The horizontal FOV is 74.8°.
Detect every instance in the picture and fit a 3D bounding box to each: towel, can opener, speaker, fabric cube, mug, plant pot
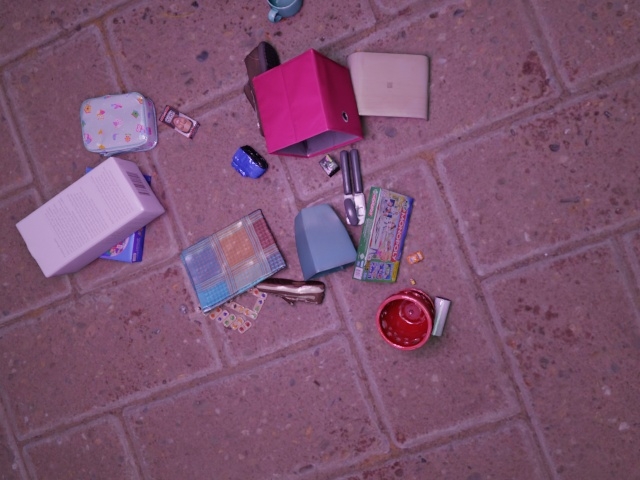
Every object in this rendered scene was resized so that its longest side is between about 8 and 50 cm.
[{"bbox_3d":[-0.338,0.074,1.587,0.370,0.040,0.271,-29,72,7],"label":"towel"},{"bbox_3d":[0.118,-0.193,1.525,0.076,0.095,0.284,-7,91,7],"label":"can opener"},{"bbox_3d":[0.428,0.276,1.519,0.055,0.055,0.136,14,93,7],"label":"speaker"},{"bbox_3d":[-0.036,-0.445,1.423,0.259,0.254,0.258,-12,89,33],"label":"fabric cube"},{"bbox_3d":[-0.141,-0.886,1.537,0.157,0.097,0.129,-29,88,8],"label":"mug"},{"bbox_3d":[0.309,0.265,1.459,0.191,0.174,0.191,3,98,26],"label":"plant pot"},{"bbox_3d":[0.000,0.000,1.494,0.165,0.165,0.234,-16,79,-22],"label":"plant pot"}]

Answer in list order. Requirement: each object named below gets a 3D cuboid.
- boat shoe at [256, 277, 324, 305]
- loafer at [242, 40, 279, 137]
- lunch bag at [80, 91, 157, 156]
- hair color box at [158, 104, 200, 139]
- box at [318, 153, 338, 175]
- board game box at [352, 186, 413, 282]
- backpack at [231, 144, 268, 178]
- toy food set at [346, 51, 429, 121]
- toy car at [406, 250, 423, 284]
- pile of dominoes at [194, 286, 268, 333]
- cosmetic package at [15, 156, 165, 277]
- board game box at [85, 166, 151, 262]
[{"bbox_3d":[-0.115,0.201,1.571,0.257,0.095,0.095,3,102,9],"label":"boat shoe"},{"bbox_3d":[-0.210,-0.540,1.556,0.130,0.134,0.366,-10,80,31],"label":"loafer"},{"bbox_3d":[-0.783,-0.444,1.629,0.279,0.108,0.224,-6,94,8],"label":"lunch bag"},{"bbox_3d":[-0.549,-0.461,1.630,0.141,0.043,0.072,30,94,5],"label":"hair color box"},{"bbox_3d":[0.033,-0.274,1.539,0.052,0.083,0.062,-39,86,7],"label":"box"},{"bbox_3d":[0.222,-0.013,1.467,0.046,0.213,0.317,15,95,43],"label":"board game box"},{"bbox_3d":[-0.264,-0.286,1.575,0.120,0.098,0.101,40,117,-4],"label":"backpack"},{"bbox_3d":[0.243,-0.548,1.512,0.306,0.092,0.220,2,92,-1],"label":"toy food set"},{"bbox_3d":[0.354,0.101,1.531,0.060,0.040,0.122,-9,90,8],"label":"toy car"},{"bbox_3d":[-0.357,0.242,1.629,0.251,0.040,0.196,25,94,6],"label":"pile of dominoes"},{"bbox_3d":[-0.839,-0.082,1.540,0.453,0.161,0.230,-32,88,7],"label":"cosmetic package"},{"bbox_3d":[-0.816,-0.101,1.658,0.233,0.078,0.347,8,93,7],"label":"board game box"}]
